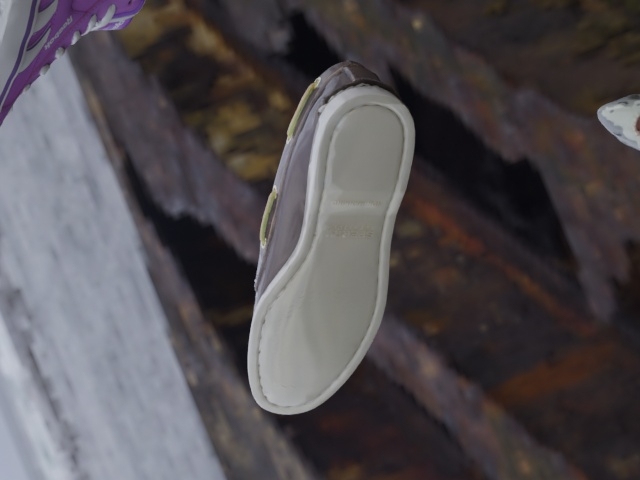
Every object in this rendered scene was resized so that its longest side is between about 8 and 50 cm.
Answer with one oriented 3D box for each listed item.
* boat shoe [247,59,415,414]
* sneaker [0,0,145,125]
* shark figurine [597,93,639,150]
[{"bbox_3d":[0.000,0.000,1.658,0.097,0.116,0.324,-119,38,-57],"label":"boat shoe"},{"bbox_3d":[-0.211,-0.157,1.428,0.102,0.282,0.161,21,175,37],"label":"sneaker"},{"bbox_3d":[0.348,-0.009,1.547,0.116,0.166,0.278,-87,-24,-83],"label":"shark figurine"}]
